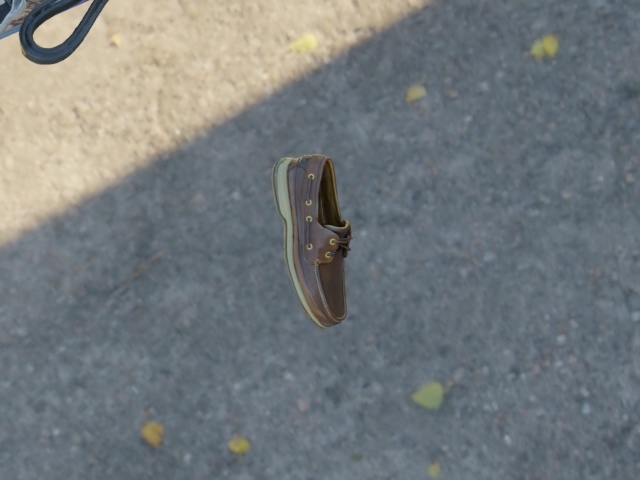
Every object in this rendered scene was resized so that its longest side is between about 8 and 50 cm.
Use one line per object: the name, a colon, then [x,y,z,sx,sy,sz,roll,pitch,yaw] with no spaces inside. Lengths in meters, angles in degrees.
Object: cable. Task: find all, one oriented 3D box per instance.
cable: [-0.244,-0.317,1.499,0.287,0.139,0.072,-64,15,-8]

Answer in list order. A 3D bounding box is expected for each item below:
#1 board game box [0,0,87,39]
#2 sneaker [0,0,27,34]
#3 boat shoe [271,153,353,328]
board game box: [-0.488,-0.389,1.763,0.232,0.291,0.141,-17,84,25]
sneaker: [-0.412,-0.303,1.372,0.153,0.094,0.235,-39,77,-3]
boat shoe: [0.000,0.000,1.275,0.060,0.178,0.064,-11,1,29]
